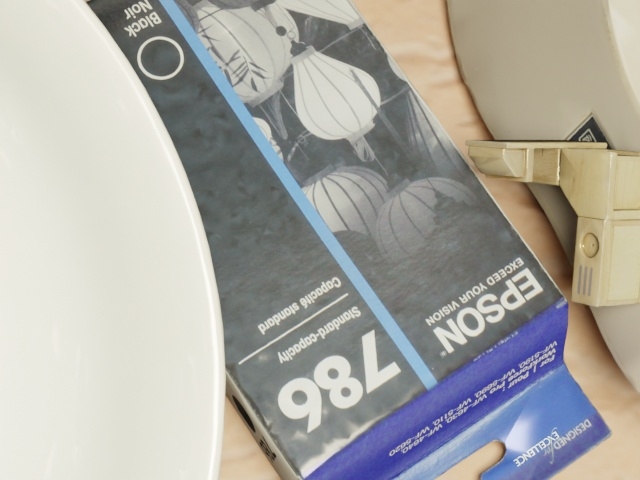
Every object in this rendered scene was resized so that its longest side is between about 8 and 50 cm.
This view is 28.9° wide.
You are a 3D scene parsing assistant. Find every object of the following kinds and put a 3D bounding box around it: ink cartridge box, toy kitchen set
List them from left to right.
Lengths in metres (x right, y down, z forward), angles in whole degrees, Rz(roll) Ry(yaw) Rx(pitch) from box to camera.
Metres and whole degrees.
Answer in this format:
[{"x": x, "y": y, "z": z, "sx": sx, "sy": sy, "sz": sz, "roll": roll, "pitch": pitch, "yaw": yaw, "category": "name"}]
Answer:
[{"x": 0.000, "y": 0.000, "z": 0.632, "sx": 0.165, "sy": 0.065, "sz": 0.333, "roll": -33, "pitch": 81, "yaw": -14, "category": "ink cartridge box"}, {"x": 0.106, "y": -0.011, "z": 0.606, "sx": 0.068, "sy": 0.083, "sz": 0.075, "roll": -2, "pitch": 98, "yaw": -35, "category": "toy kitchen set"}]

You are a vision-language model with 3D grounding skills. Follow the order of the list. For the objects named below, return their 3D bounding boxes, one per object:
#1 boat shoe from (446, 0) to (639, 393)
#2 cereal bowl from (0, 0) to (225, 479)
[{"x": 0.192, "y": -0.067, "z": 0.681, "sx": 0.158, "sy": 0.127, "sz": 0.340, "roll": -1, "pitch": 63, "yaw": -35, "category": "boat shoe"}, {"x": -0.201, "y": 0.044, "z": 0.352, "sx": 0.339, "sy": 0.141, "sz": 0.339, "roll": 1, "pitch": 88, "yaw": -39, "category": "cereal bowl"}]
